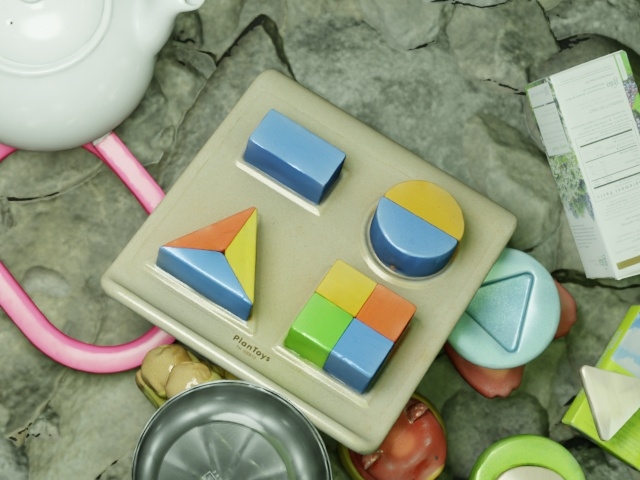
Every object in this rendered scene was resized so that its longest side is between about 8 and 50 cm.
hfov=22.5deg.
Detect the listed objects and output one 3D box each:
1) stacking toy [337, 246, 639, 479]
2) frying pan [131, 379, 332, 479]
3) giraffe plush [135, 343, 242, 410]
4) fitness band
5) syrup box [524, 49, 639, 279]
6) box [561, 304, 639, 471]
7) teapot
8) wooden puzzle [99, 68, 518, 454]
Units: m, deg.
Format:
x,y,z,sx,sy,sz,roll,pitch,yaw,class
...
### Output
x,y,z,sx,sy,sz,roll,pitch,yaw,class
0.196,0.176,1.707,0.279,0.130,0.309,33,83,5,stacking toy
-0.149,0.248,1.544,0.326,0.053,0.197,-14,92,8,frying pan
-0.065,0.157,1.669,0.170,0.181,0.210,-40,119,-16,giraffe plush
-0.255,0.004,1.698,0.209,0.054,0.291,-39,94,-8,fitness band
0.316,-0.080,1.778,0.096,0.093,0.237,-20,92,-10,syrup box
0.363,0.157,1.807,0.109,0.042,0.178,34,83,-8,box
-0.287,-0.219,1.608,0.252,0.187,0.256,43,79,9,teapot
0.000,0.000,1.630,0.322,0.080,0.348,31,58,7,wooden puzzle
